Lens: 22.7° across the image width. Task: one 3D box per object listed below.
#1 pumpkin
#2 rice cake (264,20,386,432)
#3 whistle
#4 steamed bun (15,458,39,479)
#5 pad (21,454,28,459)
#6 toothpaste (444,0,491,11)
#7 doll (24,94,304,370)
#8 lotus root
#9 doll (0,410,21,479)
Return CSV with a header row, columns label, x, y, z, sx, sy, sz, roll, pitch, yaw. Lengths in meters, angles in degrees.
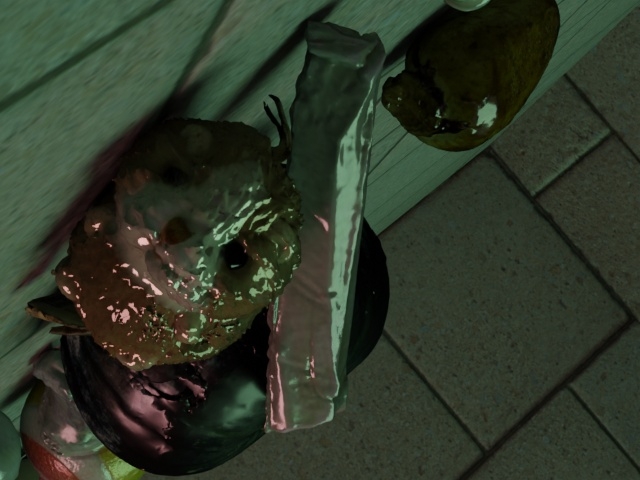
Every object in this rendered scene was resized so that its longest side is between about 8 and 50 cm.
label,x,y,z,sx,sy,sz,roll,pitch,yaw
pumpkin,-0.063,0.054,1.068,0.233,0.163,0.233,-40,173,-6
rice cake,0.000,0.000,0.906,0.049,0.055,0.270,-79,174,-62
whistle,-0.196,0.144,1.286,0.123,0.123,0.223,-39,163,-11
steamed bun,-0.331,0.325,1.626,0.242,0.164,0.146,-37,177,33
pad,-0.372,0.326,1.809,0.235,0.003,0.158,-39,-149,-8
toothpaste,0.102,-0.171,1.032,0.062,0.037,0.216,-42,-179,14
doll,-0.079,0.014,0.838,0.115,0.105,0.221,-46,179,-40
lotus root,0.133,-0.145,1.223,0.191,0.094,0.108,-43,172,-29
doll,-0.192,0.111,0.461,0.215,0.161,0.257,-10,154,-17
